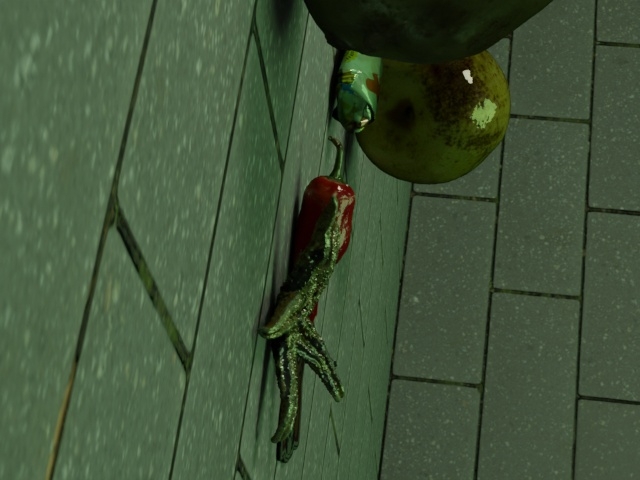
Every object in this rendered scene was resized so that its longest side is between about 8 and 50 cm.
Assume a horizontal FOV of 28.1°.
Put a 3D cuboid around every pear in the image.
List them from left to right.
[{"bbox_3d":[0.141,-0.166,1.584,0.197,0.197,0.197,5,90,-83],"label":"pear"}]

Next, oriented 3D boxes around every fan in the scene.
[{"bbox_3d":[-0.021,0.107,1.243,0.132,0.009,0.220,32,64,-83],"label":"fan"}]

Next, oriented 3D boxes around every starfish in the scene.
[{"bbox_3d":[-0.017,0.065,1.067,0.176,0.053,0.208,10,85,-76],"label":"starfish"}]

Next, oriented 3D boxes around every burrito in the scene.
[{"bbox_3d":[0.051,-0.243,1.429,0.104,0.054,0.288,86,13,-44],"label":"burrito"}]

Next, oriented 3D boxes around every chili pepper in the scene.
[{"bbox_3d":[0.001,0.000,1.170,0.059,0.050,0.191,-146,-112,-79],"label":"chili pepper"}]

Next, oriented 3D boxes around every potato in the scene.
[{"bbox_3d":[0.100,-0.296,0.983,0.221,0.243,0.326,40,50,-67],"label":"potato"}]
